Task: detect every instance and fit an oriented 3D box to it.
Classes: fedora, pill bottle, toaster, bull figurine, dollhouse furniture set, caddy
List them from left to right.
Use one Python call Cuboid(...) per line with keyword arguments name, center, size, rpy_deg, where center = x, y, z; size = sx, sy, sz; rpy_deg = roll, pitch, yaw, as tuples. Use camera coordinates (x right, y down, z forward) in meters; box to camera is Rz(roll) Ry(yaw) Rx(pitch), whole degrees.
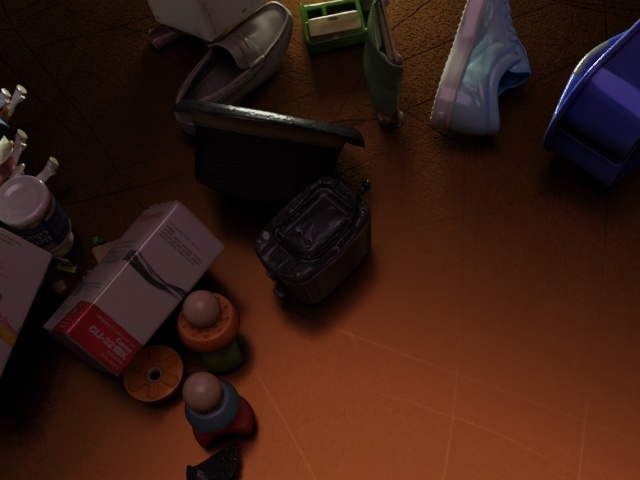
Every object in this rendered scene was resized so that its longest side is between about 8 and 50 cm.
Cuboid(name="bull figurine", center=(-0.612, -0.181, 1.825), size=(0.188, 0.101, 0.310), rpy_deg=(-38, 69, 17))
Cuboid(name="pill bottle", center=(-0.487, -0.033, 1.710), size=(0.094, 0.169, 0.094), rpy_deg=(-3, 64, 6))
Cuboid(name="dollhouse furniture set", center=(-0.436, 0.074, 1.713), size=(0.152, 0.058, 0.076), rpy_deg=(13, 66, 13))
Cuboid(name="fedora", center=(-0.096, -0.143, 1.695), size=(0.334, 0.334, 0.152), rpy_deg=(11, 95, 12))
Cuboid(name="toaster", center=(0.000, 0.000, 1.650), size=(0.129, 0.146, 0.227), rpy_deg=(39, 74, 21))
Cuboid(name="dollhouse furniture set", center=(0.050, -0.367, 1.797), size=(0.151, 0.197, 0.301), rpy_deg=(-10, 62, 0))
Cuboid(name="caddy", center=(0.517, -0.259, 1.668), size=(0.179, 0.241, 0.341), rpy_deg=(42, 74, 18))

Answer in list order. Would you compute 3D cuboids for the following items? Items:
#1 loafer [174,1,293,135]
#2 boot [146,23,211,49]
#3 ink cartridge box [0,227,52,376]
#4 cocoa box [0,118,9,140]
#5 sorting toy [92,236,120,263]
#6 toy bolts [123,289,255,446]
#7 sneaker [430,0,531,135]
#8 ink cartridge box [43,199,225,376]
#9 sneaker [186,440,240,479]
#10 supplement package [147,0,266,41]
Cuboid(name="loafer", center=(-0.158, -0.334, 1.852), size=(0.112, 0.111, 0.319), rpy_deg=(27, 70, 18))
Cuboid(name="boot", center=(-0.278, -0.395, 1.939), size=(0.114, 0.037, 0.106), rpy_deg=(-24, 50, -9))
Cuboid(name="ink cartridge box", center=(-0.604, 0.108, 1.594), size=(0.198, 0.197, 0.270), rpy_deg=(-8, 57, 49))
Cuboid(name="cocoa box", center=(-0.759, -0.139, 1.701), size=(0.231, 0.228, 0.347), rpy_deg=(39, 99, 21))
Cuboid(name="sorting toy", center=(-0.371, 0.017, 1.756), size=(0.062, 0.012, 0.083), rpy_deg=(-23, 54, -20))
Cuboid(name="toy bolts", center=(-0.212, 0.204, 1.554), size=(0.218, 0.158, 0.228), rpy_deg=(-21, 57, -3))
Cuboid(name="sneaker", center=(0.317, -0.346, 1.805), size=(0.150, 0.135, 0.365), rpy_deg=(18, 76, 6))
Cuboid(name="ink cartridge box", center=(-0.304, 0.075, 1.610), size=(0.114, 0.197, 0.273), rpy_deg=(43, 72, -17))
Cuboid(name="sneaker", center=(-0.190, 0.389, 1.536), size=(0.170, 0.051, 0.089), rpy_deg=(-28, 64, -12))
Cuboid(name="supplement package", center=(-0.253, -0.534, 1.842), size=(0.145, 0.261, 0.204), rpy_deg=(-41, 43, -20))
